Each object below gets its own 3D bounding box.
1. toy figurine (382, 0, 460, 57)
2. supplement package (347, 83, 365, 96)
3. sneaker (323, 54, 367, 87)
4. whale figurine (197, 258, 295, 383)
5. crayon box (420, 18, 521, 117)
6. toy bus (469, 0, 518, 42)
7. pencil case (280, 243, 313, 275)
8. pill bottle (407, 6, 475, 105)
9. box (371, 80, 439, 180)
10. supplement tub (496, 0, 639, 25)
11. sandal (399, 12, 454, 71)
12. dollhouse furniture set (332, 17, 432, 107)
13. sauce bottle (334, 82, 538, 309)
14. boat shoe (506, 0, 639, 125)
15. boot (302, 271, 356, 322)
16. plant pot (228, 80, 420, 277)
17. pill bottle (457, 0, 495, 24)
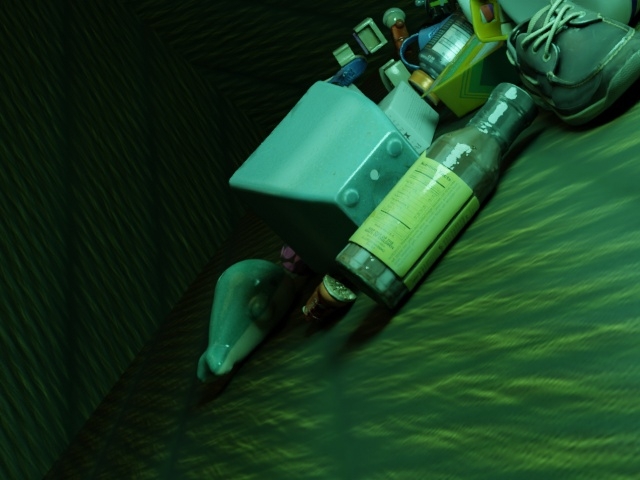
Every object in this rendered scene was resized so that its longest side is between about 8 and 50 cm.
[{"bbox_3d":[0.291,-0.561,2.340,0.209,0.213,0.148,-41,51,39],"label":"toy figurine"},{"bbox_3d":[0.057,-0.294,2.484,0.175,0.177,0.293,-48,9,-5],"label":"supplement package"},{"bbox_3d":[0.060,-0.399,2.293,0.152,0.058,0.084,-34,33,18],"label":"sneaker"},{"bbox_3d":[-0.167,0.149,1.781,0.272,0.141,0.216,-54,11,-31],"label":"whale figurine"},{"bbox_3d":[0.339,-0.353,1.705,0.203,0.083,0.323,-51,10,-19],"label":"crayon box"},{"bbox_3d":[0.342,-0.385,1.482,0.190,0.202,0.104,-61,25,-7],"label":"toy bus"},{"bbox_3d":[0.000,0.000,1.806,0.209,0.095,0.098,-41,27,48],"label":"pencil case"},{"bbox_3d":[0.300,-0.410,1.972,0.245,0.130,0.130,-48,9,2],"label":"pill bottle"},{"bbox_3d":[0.143,-0.216,1.933,0.181,0.119,0.182,-43,11,29],"label":"box"},{"bbox_3d":[0.416,-0.468,1.316,0.331,0.241,0.241,-51,9,-12],"label":"supplement tub"},{"bbox_3d":[0.293,-0.471,2.174,0.317,0.138,0.126,142,136,-64],"label":"sandal"},{"bbox_3d":[0.076,-0.342,2.248,0.303,0.286,0.198,-36,10,6],"label":"dollhouse furniture set"},{"bbox_3d":[0.165,-0.065,1.231,0.344,0.111,0.111,-48,9,-10],"label":"sauce bottle"},{"bbox_3d":[0.313,-0.238,1.179,0.132,0.130,0.355,-48,9,3],"label":"boat shoe"},{"bbox_3d":[0.009,0.100,1.447,0.084,0.059,0.158,-52,1,-2],"label":"boot"},{"bbox_3d":[0.055,-0.087,1.466,0.247,0.248,0.252,-50,27,-12],"label":"plant pot"},{"bbox_3d":[0.413,-0.567,1.793,0.323,0.181,0.181,-22,18,18],"label":"pill bottle"}]
